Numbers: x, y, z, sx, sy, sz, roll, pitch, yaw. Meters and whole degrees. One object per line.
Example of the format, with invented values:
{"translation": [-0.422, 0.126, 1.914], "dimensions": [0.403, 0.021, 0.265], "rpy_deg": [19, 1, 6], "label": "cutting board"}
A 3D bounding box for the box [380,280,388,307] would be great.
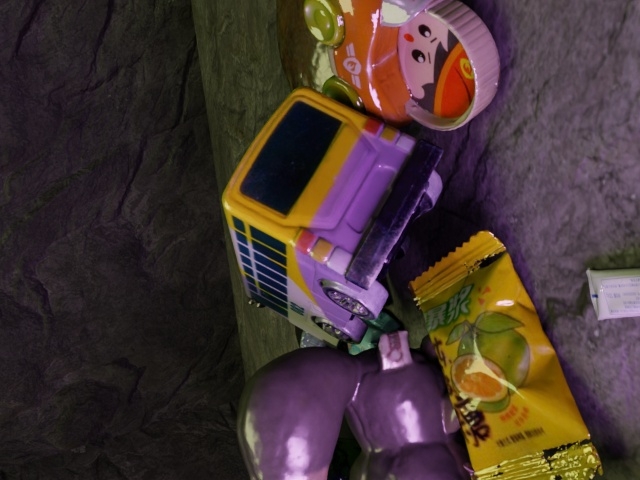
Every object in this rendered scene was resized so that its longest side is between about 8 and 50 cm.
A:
{"translation": [0.025, 0.016, 1.136], "dimensions": [0.041, 0.153, 0.279], "rpy_deg": [-1, -106, -65], "label": "box"}

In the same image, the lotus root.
{"translation": [0.001, -0.302, 0.900], "dimensions": [0.210, 0.141, 0.314], "rpy_deg": [47, -146, -80], "label": "lotus root"}

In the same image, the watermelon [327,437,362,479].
{"translation": [0.045, 0.573, 1.150], "dimensions": [0.363, 0.363, 0.364], "rpy_deg": [167, 90, -73], "label": "watermelon"}

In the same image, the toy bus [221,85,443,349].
{"translation": [0.000, 0.000, 0.859], "dimensions": [0.249, 0.209, 0.440], "rpy_deg": [28, 161, 7], "label": "toy bus"}

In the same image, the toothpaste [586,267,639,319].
{"translation": [0.291, 0.039, 0.466], "dimensions": [0.218, 0.033, 0.052], "rpy_deg": [147, 114, -75], "label": "toothpaste"}

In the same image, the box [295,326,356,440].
{"translation": [0.033, 0.327, 1.426], "dimensions": [0.350, 0.090, 0.359], "rpy_deg": [110, 144, -63], "label": "box"}

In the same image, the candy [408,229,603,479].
{"translation": [0.203, 0.147, 0.690], "dimensions": [0.187, 0.081, 0.297], "rpy_deg": [-45, 54, 48], "label": "candy"}

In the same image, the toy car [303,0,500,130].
{"translation": [0.111, -0.228, 0.683], "dimensions": [0.235, 0.145, 0.235], "rpy_deg": [39, 154, 23], "label": "toy car"}

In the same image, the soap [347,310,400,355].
{"translation": [0.118, 0.280, 1.127], "dimensions": [0.156, 0.077, 0.294], "rpy_deg": [-160, 59, -71], "label": "soap"}

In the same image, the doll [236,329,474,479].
{"translation": [0.071, 0.335, 0.812], "dimensions": [0.252, 0.378, 0.383], "rpy_deg": [122, 143, -65], "label": "doll"}

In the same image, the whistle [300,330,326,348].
{"translation": [0.017, 0.165, 1.226], "dimensions": [0.223, 0.122, 0.123], "rpy_deg": [-61, 36, 23], "label": "whistle"}
